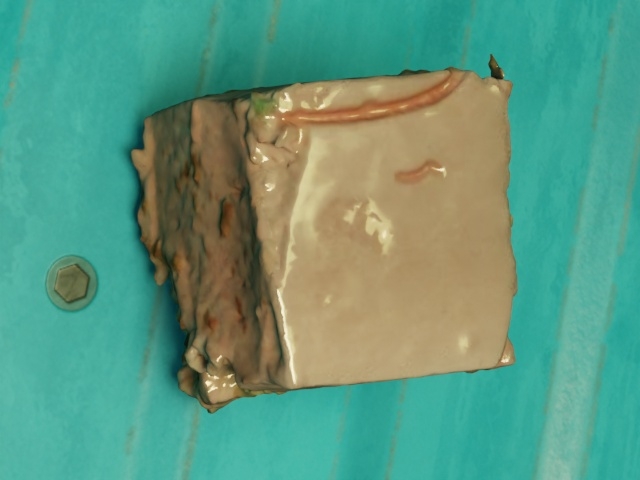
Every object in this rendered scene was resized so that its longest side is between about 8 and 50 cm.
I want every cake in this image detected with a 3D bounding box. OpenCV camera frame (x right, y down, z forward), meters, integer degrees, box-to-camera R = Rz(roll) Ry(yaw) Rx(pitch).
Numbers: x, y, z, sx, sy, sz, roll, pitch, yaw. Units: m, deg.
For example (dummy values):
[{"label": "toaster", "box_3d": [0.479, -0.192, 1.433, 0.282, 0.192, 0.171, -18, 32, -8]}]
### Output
[{"label": "cake", "box_3d": [0.000, 0.000, 1.700, 0.293, 0.307, 0.314, -7, 93, -29]}]
